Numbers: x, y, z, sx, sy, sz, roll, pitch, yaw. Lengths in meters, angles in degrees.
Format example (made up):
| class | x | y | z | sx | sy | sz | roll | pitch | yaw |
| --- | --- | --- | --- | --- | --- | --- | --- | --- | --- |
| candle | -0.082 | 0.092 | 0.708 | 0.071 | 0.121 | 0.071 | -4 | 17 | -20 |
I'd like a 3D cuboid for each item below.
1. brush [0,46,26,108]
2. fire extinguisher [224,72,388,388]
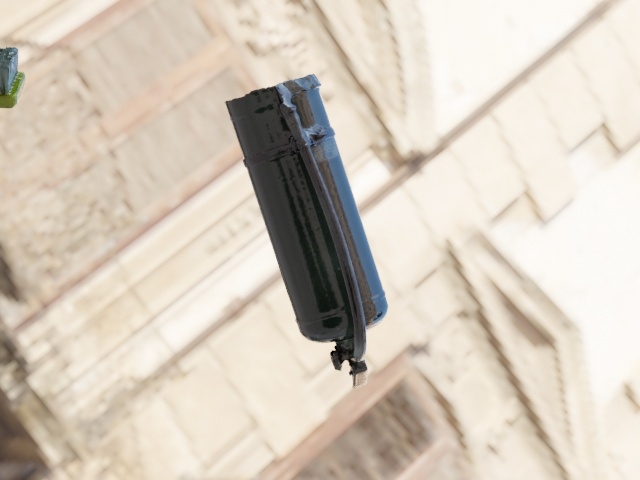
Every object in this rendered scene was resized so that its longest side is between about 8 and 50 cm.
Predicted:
| class | x | y | z | sx | sy | sz | roll | pitch | yaw |
| --- | --- | --- | --- | --- | --- | --- | --- | --- | --- |
| brush | -0.142 | -0.054 | 0.654 | 0.083 | 0.019 | 0.021 | -2 | -56 | 9 |
| fire extinguisher | 0.000 | 0.000 | 0.499 | 0.038 | 0.025 | 0.083 | -165 | -123 | -82 |
